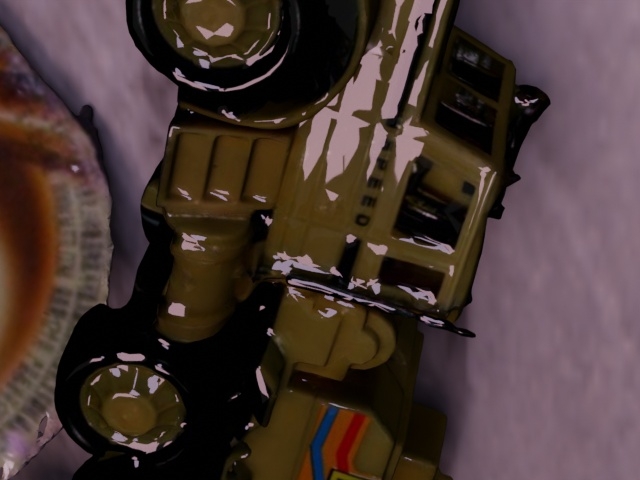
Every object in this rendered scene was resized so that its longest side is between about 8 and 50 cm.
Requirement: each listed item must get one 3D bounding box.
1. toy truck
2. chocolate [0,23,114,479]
[{"bbox_3d":[-0.004,-0.003,0.451,0.127,0.127,0.257,13,123,4],"label":"toy truck"},{"bbox_3d":[-0.192,0.005,0.538,0.221,0.221,0.147,57,152,-11],"label":"chocolate"}]
